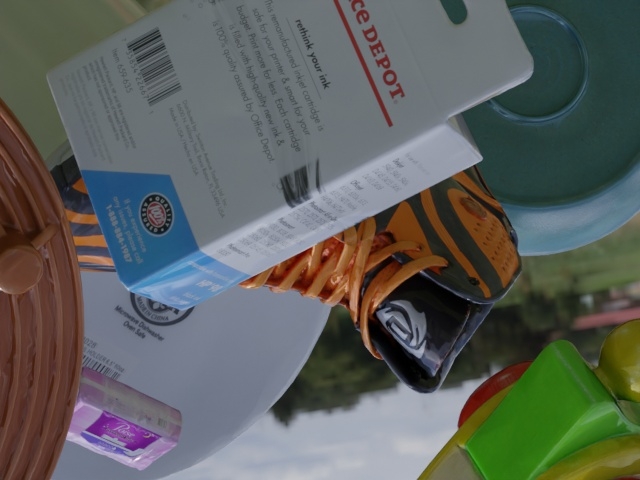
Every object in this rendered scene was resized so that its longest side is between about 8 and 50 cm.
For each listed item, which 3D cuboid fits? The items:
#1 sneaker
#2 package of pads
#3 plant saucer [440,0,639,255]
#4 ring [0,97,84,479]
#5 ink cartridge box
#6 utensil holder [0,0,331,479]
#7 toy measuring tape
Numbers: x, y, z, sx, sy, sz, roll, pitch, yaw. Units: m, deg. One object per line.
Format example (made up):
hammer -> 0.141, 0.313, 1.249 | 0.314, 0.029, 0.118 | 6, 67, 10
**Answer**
sneaker -> 0.000, 0.000, 0.900 | 0.321, 0.180, 0.124 | -12, 146, -40
package of pads -> -0.139, 0.119, 1.072 | 0.083, 0.032, 0.050 | 29, 132, -28
plant saucer -> 0.173, -0.146, 1.366 | 0.317, 0.318, 0.044 | -9, 174, -10
ring -> -0.241, 0.061, 0.593 | 0.336, 0.336, 0.032 | -8, -154, -29
ink cartridge box -> -0.007, -0.058, 0.644 | 0.180, 0.104, 0.060 | -26, 160, 12
utensil holder -> -0.208, -0.039, 1.255 | 0.327, 0.327, 0.385 | -8, -147, -32
toy measuring tape -> 0.091, 0.167, 0.852 | 0.121, 0.121, 0.330 | -6, 137, -55
